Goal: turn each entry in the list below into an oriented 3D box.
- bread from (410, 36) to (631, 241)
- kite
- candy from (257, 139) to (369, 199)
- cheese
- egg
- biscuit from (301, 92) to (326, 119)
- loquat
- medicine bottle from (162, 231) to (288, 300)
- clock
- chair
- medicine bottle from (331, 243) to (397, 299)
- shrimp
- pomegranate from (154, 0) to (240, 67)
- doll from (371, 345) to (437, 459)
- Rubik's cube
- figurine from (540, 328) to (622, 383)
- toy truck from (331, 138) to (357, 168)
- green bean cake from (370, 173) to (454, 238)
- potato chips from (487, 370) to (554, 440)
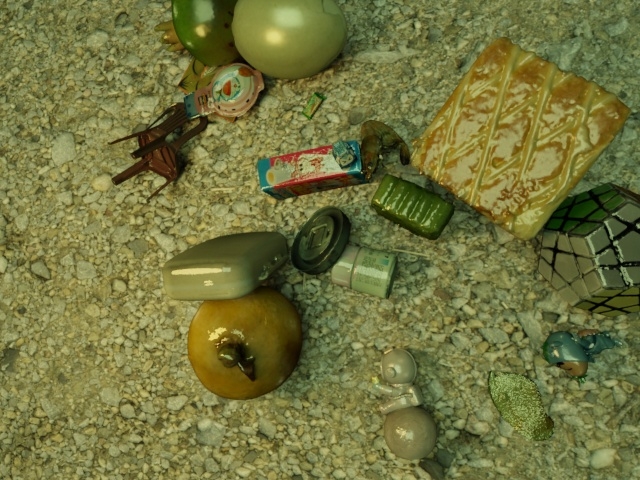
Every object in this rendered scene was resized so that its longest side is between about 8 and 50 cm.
[{"bbox_3d":[0.475,-0.243,1.100,0.371,0.279,0.390,37,98,18],"label":"bread"},{"bbox_3d":[-0.351,-0.572,1.480,0.327,0.013,0.378,-10,83,14],"label":"kite"},{"bbox_3d":[-0.018,-0.203,1.288,0.305,0.157,0.100,-8,83,13],"label":"candy"},{"bbox_3d":[-0.319,-0.480,1.416,0.285,0.074,0.189,-14,79,12],"label":"cheese"},{"bbox_3d":[-0.079,-0.619,1.275,0.336,0.278,0.278,17,90,16],"label":"egg"},{"bbox_3d":[-0.024,-0.432,1.381,0.046,0.016,0.089,36,95,14],"label":"biscuit"},{"bbox_3d":[-0.216,0.284,1.204,0.328,0.359,0.329,0,91,4],"label":"loquat"},{"bbox_3d":[-0.251,0.060,1.213,0.282,0.375,0.123,-5,103,15],"label":"medicine bottle"},{"bbox_3d":[0.000,0.000,1.259,0.215,0.042,0.215,-34,38,32],"label":"clock"},{"bbox_3d":[-0.534,-0.310,1.456,0.175,0.183,0.326,27,48,16],"label":"chair"},{"bbox_3d":[0.127,0.086,1.238,0.168,0.135,0.135,12,89,15],"label":"medicine bottle"},{"bbox_3d":[0.182,-0.239,1.208,0.169,0.296,0.058,23,135,-12],"label":"shrimp"},{"bbox_3d":[-0.389,-0.725,1.380,0.358,0.216,0.310,-8,74,19],"label":"pomegranate"},{"bbox_3d":[0.229,0.434,1.181,0.150,0.151,0.287,-12,80,13],"label":"doll"},{"bbox_3d":[0.687,0.024,1.028,0.264,0.319,0.319,17,90,42],"label":"Rubik's cube"},{"bbox_3d":[0.667,0.292,1.099,0.178,0.114,0.145,-17,83,4],"label":"figurine"},{"bbox_3d":[0.057,-0.233,1.142,0.056,0.090,0.073,-31,79,11],"label":"toy truck"},{"bbox_3d":[0.250,-0.089,1.186,0.214,0.200,0.113,29,92,16],"label":"green bean cake"},{"bbox_3d":[0.539,0.435,1.158,0.209,0.026,0.142,32,97,17],"label":"potato chips"}]
